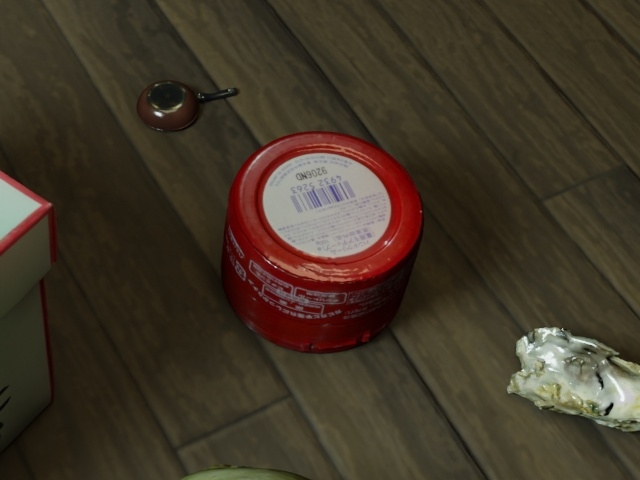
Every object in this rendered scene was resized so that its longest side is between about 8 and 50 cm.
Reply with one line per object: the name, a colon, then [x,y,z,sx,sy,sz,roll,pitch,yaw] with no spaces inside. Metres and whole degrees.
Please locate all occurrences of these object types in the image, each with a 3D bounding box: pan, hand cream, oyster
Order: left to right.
pan: [-0.144,-0.157,1.337,0.115,0.023,0.068,-18,57,-20]
hand cream: [0.000,0.000,1.182,0.193,0.125,0.193,5,55,-7]
oyster: [0.272,0.149,1.167,0.200,0.061,0.106,33,74,19]

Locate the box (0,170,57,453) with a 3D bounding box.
box: [-0.417,0.074,0.953,0.312,0.300,0.314,32,55,15]

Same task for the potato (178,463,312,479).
potato: [-0.062,0.318,0.874,0.243,0.221,0.326,21,50,19]
